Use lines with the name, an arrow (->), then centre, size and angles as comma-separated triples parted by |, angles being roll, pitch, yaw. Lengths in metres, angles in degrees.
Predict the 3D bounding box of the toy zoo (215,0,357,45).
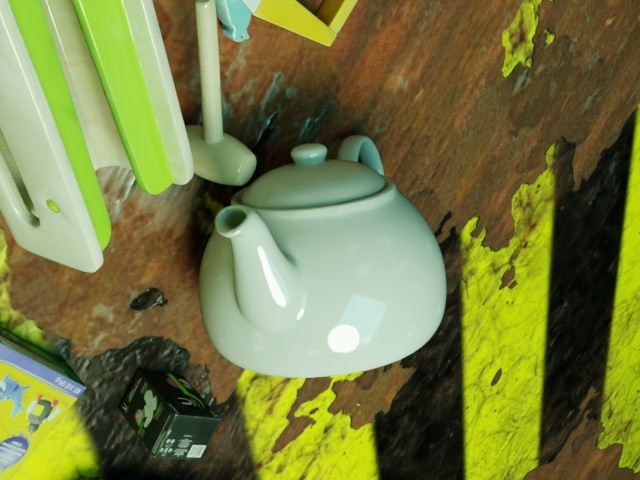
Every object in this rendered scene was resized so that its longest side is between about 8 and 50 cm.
toy zoo -> -0.005, -0.304, 0.749 | 0.192, 0.030, 0.293 | 26, 97, -47

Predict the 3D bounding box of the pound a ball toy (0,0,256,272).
pound a ball toy -> -0.177, -0.134, 0.646 | 0.208, 0.136, 0.319 | -51, 147, -36

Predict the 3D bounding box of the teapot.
teapot -> 0.000, 0.000, 0.810 | 0.253, 0.256, 0.187 | -11, 106, -20

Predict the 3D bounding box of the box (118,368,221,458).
box -> -0.154, 0.177, 0.873 | 0.062, 0.083, 0.052 | 18, 103, -46

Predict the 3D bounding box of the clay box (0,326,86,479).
clay box -> -0.327, 0.180, 0.748 | 0.222, 0.053, 0.127 | -52, 136, -5
